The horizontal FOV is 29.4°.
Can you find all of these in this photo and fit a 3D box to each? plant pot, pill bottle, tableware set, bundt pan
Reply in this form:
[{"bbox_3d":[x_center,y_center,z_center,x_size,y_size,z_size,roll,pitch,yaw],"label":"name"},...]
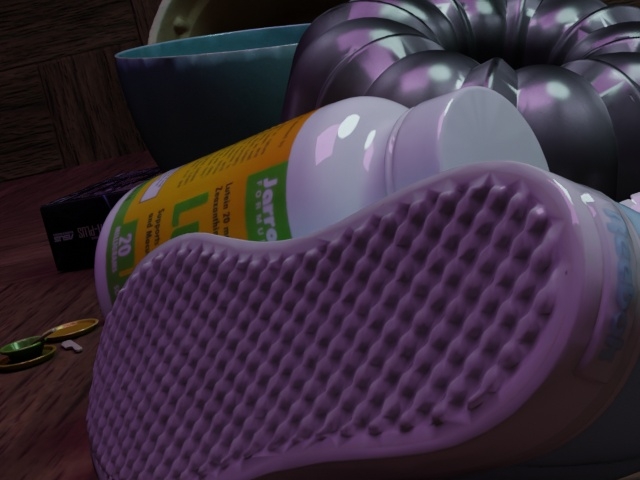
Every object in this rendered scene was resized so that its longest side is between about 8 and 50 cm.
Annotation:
[{"bbox_3d":[-0.032,-0.232,1.710,0.333,0.334,0.305,-11,-1,14],"label":"plant pot"},{"bbox_3d":[0.000,0.000,0.678,0.245,0.136,0.136,-18,5,40],"label":"pill bottle"},{"bbox_3d":[-0.209,0.071,0.982,0.154,0.024,0.104,-18,11,-21],"label":"tableware set"},{"bbox_3d":[-0.058,-0.117,1.287,0.290,0.196,0.290,-6,14,2],"label":"plant pot"},{"bbox_3d":[0.126,-0.094,0.844,0.330,0.124,0.331,4,28,-2],"label":"bundt pan"}]

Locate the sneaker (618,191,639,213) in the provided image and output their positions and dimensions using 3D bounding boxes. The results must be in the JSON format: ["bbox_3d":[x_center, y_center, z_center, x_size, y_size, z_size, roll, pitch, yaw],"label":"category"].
[{"bbox_3d":[0.204,0.024,0.564,0.235,0.090,0.095,-15,22,2],"label":"sneaker"}]

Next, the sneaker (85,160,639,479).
[{"bbox_3d":[0.023,0.068,0.529,0.150,0.135,0.366,21,-18,-32],"label":"sneaker"}]

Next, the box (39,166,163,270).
[{"bbox_3d":[-0.203,-0.033,1.388,0.147,0.078,0.180,-9,11,23],"label":"box"}]
